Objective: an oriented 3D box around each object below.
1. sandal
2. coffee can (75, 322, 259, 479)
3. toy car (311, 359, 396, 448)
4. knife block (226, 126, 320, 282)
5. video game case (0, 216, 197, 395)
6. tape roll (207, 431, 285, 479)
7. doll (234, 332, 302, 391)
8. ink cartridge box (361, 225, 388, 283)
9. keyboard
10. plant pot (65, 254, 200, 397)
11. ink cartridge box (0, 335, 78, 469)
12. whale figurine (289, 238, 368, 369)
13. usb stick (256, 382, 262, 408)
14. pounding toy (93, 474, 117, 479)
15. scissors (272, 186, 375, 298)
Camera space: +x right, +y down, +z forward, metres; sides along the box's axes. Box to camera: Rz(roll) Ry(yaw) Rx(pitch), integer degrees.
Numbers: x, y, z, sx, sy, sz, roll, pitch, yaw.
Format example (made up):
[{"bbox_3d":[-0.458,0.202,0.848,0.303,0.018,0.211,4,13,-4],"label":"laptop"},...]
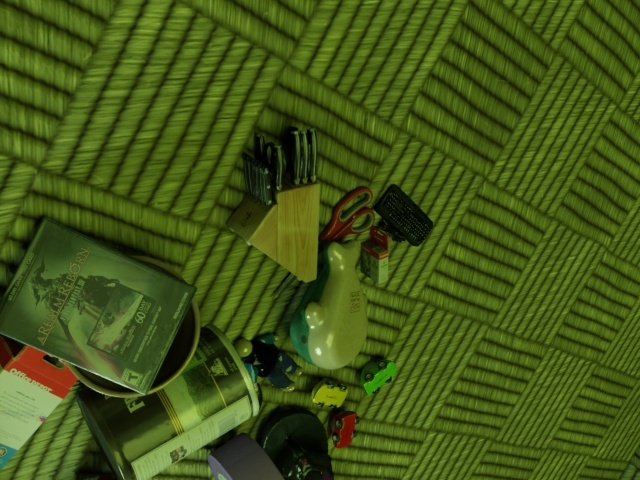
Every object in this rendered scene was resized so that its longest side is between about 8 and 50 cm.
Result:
[{"bbox_3d":[-0.025,0.567,1.913,0.167,0.107,0.446,-31,130,-21],"label":"sandal"},{"bbox_3d":[-0.281,0.305,1.492,0.275,0.201,0.202,-27,129,-24],"label":"coffee can"},{"bbox_3d":[0.084,0.359,1.918,0.225,0.053,0.239,-37,133,-16],"label":"toy car"},{"bbox_3d":[-0.049,-0.080,1.531,0.242,0.088,0.275,-52,134,-1],"label":"knife block"},{"bbox_3d":[-0.366,0.109,1.312,0.274,0.026,0.196,27,81,-16],"label":"video game case"},{"bbox_3d":[-0.130,0.547,1.700,0.090,0.274,0.275,-31,130,-21],"label":"tape roll"},{"bbox_3d":[-0.115,0.261,1.702,0.189,0.046,0.129,43,66,-42],"label":"doll"},{"bbox_3d":[0.117,0.030,1.745,0.029,0.063,0.115,-22,126,-30],"label":"ink cartridge box"},{"bbox_3d":[0.188,-0.038,1.781,0.100,0.038,0.192,-53,134,0],"label":"keyboard"},{"bbox_3d":[-0.333,0.145,1.391,0.237,0.109,0.238,1,88,-18],"label":"plant pot"},{"bbox_3d":[-0.523,0.257,1.357,0.231,0.078,0.134,-49,135,-4],"label":"ink cartridge box"},{"bbox_3d":[0.013,0.130,1.685,0.216,0.141,0.272,-9,105,-54],"label":"whale figurine"},{"bbox_3d":[-0.243,0.368,1.669,0.277,0.045,0.077,-17,131,-31],"label":"usb stick"},{"bbox_3d":[-0.448,0.506,1.543,0.205,0.181,0.094,-11,88,-13],"label":"pounding toy"},{"bbox_3d":[0.000,0.000,1.669,0.297,0.021,0.109,-36,134,-15],"label":"scissors"}]
